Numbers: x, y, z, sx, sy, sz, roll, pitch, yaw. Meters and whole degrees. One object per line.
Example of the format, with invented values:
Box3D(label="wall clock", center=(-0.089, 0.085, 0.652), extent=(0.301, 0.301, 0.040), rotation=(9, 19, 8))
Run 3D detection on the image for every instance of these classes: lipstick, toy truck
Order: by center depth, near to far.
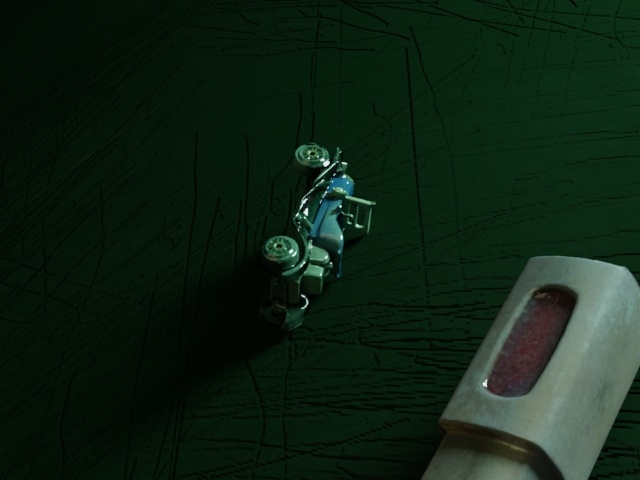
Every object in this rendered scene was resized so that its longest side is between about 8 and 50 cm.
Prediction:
Box3D(label="lipstick", center=(0.107, 0.125, 0.582), extent=(0.079, 0.077, 0.253), rotation=(8, 52, 42))
Box3D(label="toy truck", center=(0.000, -0.001, 0.831), extent=(0.078, 0.080, 0.154), rotation=(10, 46, 8))
